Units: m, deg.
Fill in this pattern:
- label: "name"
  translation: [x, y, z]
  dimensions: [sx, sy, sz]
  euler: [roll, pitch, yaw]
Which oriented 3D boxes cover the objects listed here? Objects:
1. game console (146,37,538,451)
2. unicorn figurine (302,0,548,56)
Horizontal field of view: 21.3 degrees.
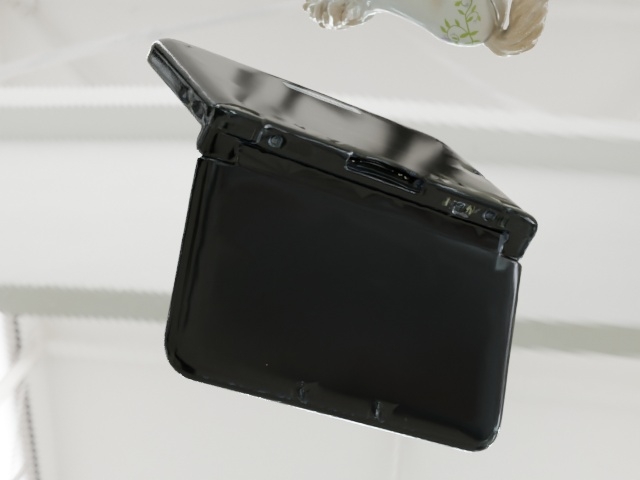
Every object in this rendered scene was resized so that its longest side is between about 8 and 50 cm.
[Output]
- label: "game console"
  translation: [0.000, 0.000, 0.537]
  dimensions: [0.122, 0.107, 0.071]
  euler: [18, -73, -31]
- label: "unicorn figurine"
  translation: [0.036, -0.131, 0.793]
  dimensions: [0.162, 0.060, 0.111]
  euler: [37, -38, 29]
